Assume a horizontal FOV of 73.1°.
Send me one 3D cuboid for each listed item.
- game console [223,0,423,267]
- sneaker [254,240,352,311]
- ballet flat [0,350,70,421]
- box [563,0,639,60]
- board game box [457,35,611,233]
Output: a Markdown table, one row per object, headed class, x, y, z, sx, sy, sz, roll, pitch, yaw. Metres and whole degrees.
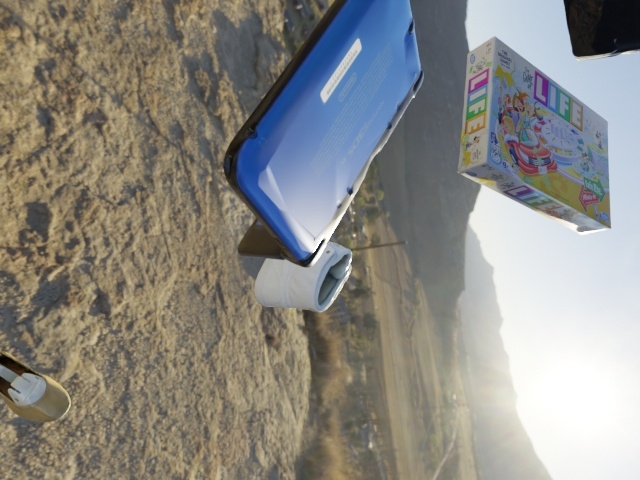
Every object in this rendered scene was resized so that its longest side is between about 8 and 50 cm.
| class | x | y | z | sx | sy | sz | roll | pitch | yaw |
| --- | --- | --- | --- | --- | --- | --- | --- | --- | --- |
| game console | -0.021 | -0.133 | 0.502 | 0.293 | 0.173 | 0.250 | -60 | 148 | -18 |
| sneaker | 0.000 | 0.000 | 0.831 | 0.108 | 0.169 | 0.293 | 42 | 60 | -48 |
| ballet flat | -0.585 | 0.274 | 0.826 | 0.073 | 0.232 | 0.080 | 87 | 28 | -51 |
| box | 0.396 | -0.330 | 0.288 | 0.395 | 0.293 | 0.212 | -42 | 120 | -18 |
| board game box | 0.176 | -0.077 | 0.344 | 0.154 | 0.026 | 0.104 | 18 | 72 | -27 |
